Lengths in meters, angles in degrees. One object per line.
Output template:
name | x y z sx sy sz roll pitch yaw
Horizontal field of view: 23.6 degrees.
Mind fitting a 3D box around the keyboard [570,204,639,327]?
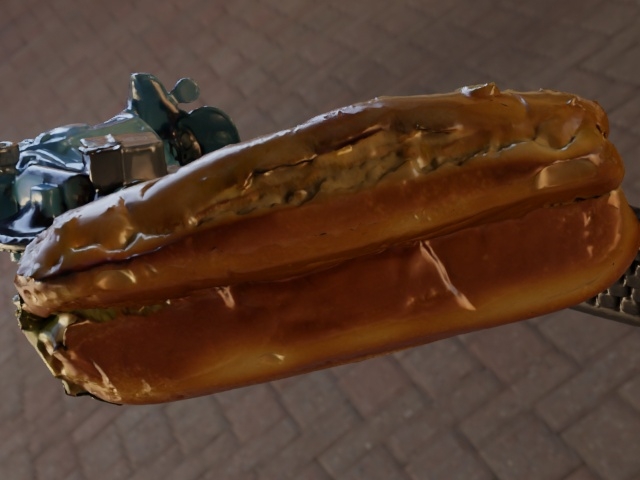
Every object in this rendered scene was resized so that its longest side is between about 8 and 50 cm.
keyboard | 0.226 0.030 0.815 0.317 0.106 0.027 15 59 22

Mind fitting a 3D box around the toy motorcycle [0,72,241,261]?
toy motorcycle | -0.127 -0.032 0.970 0.182 0.123 0.272 -8 16 -13

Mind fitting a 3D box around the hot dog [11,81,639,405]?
hot dog | 0.000 0.000 0.643 0.269 0.115 0.072 -11 45 1
